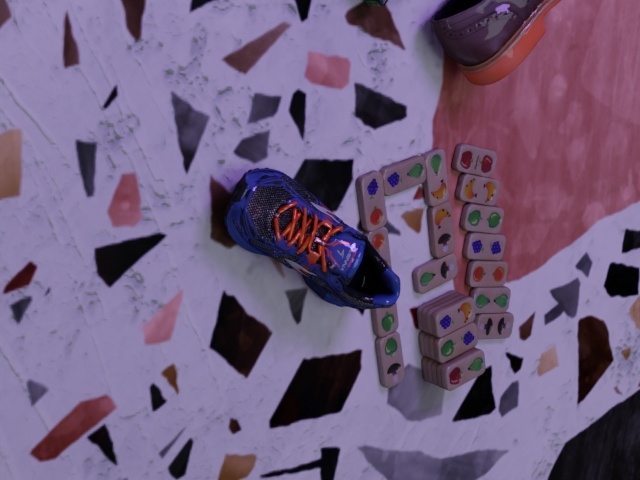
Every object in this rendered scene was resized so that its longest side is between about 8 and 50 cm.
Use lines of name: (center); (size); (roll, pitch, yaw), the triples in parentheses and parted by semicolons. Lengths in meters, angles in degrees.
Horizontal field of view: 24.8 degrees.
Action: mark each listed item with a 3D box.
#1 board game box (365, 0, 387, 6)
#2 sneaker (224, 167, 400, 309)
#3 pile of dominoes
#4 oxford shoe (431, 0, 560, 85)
board game box: (0.018, -0.348, 1.314); (0.259, 0.030, 0.136); (45, 70, -39)
sneaker: (0.000, 0.000, 1.352); (0.221, 0.087, 0.083); (32, 79, -41)
pile of dominoes: (0.135, 0.027, 1.507); (0.196, 0.040, 0.251); (-23, 116, -34)
oxford shoe: (0.210, -0.288, 1.453); (0.098, 0.097, 0.271); (43, 73, -33)
